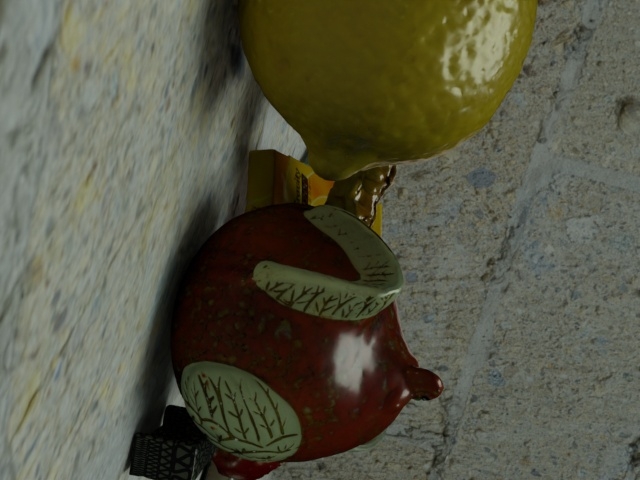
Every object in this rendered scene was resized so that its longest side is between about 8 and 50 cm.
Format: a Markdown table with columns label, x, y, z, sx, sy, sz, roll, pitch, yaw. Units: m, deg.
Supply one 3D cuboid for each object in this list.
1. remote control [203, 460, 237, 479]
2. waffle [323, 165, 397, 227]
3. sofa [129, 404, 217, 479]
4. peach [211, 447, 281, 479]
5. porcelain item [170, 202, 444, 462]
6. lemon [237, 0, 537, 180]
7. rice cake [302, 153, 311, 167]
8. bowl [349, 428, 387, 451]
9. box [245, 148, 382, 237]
| label | x | y | z | sx | sy | sz | roll | pitch | yaw |
| --- | --- | --- | --- | --- | --- | --- | --- | --- | --- |
| remote control | -0.152 | 0.373 | 1.353 | 0.145 | 0.050 | 0.344 | 97 | 9 | -64 |
| waffle | 0.070 | -0.135 | 0.923 | 0.259 | 0.069 | 0.293 | 114 | -1 | -55 |
| sofa | -0.130 | 0.185 | 0.811 | 0.118 | 0.060 | 0.039 | -21 | 120 | -84 |
| peach | -0.085 | 0.267 | 1.270 | 0.172 | 0.092 | 0.127 | -28 | 122 | -53 |
| porcelain item | 0.001 | 0.089 | 0.791 | 0.253 | 0.253 | 0.253 | 15 | 90 | -87 |
| lemon | 0.051 | -0.172 | 0.685 | 0.228 | 0.228 | 0.253 | -26 | 117 | -85 |
| rice cake | 0.003 | -0.102 | 1.515 | 0.211 | 0.038 | 0.124 | -75 | 150 | -57 |
| bowl | -0.030 | 0.143 | 1.119 | 0.277 | 0.145 | 0.277 | 49 | 30 | -41 |
| box | 0.000 | 0.000 | 1.033 | 0.269 | 0.043 | 0.152 | 19 | 69 | -60 |
